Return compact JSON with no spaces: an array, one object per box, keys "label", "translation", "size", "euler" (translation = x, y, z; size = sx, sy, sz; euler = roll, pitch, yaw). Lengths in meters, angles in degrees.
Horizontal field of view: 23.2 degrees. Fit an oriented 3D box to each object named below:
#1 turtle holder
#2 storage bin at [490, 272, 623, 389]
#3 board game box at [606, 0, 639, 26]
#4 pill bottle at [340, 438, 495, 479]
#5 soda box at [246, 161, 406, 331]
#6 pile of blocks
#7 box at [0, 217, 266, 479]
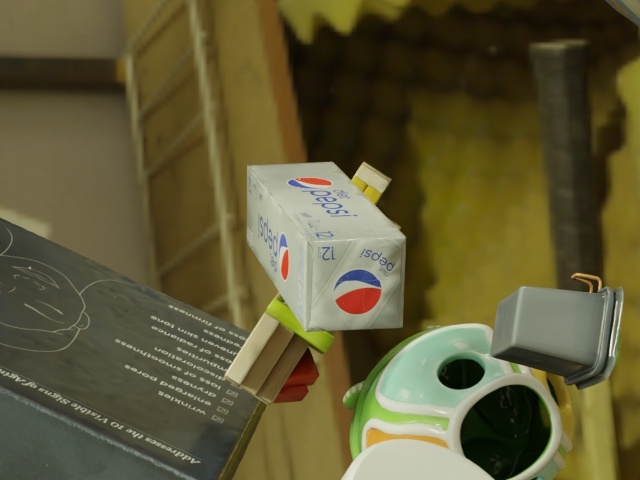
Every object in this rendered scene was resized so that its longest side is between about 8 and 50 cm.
[{"label":"turtle holder","translation":[0.204,0.214,1.821],"size":[0.227,0.320,0.243],"euler":[164,102,-73]},{"label":"storage bin","translation":[0.211,0.076,1.417],"size":[0.135,0.091,0.098],"euler":[120,161,-78]},{"label":"board game box","translation":[0.379,-0.386,1.620],"size":[0.086,0.308,0.302],"euler":[42,101,29]},{"label":"pill bottle","translation":[0.029,0.358,1.389],"size":[0.361,0.204,0.204],"euler":[-62,36,35]},{"label":"soda box","translation":[0.000,0.000,1.534],"size":[0.286,0.098,0.091],"euler":[-130,39,-68]},{"label":"pile of blocks","translation":[0.021,0.054,1.815],"size":[0.362,0.113,0.149],"euler":[-58,0,-30]},{"label":"box","translation":[-0.339,0.225,1.869],"size":[0.472,0.480,0.297],"euler":[-59,-6,-75]}]
